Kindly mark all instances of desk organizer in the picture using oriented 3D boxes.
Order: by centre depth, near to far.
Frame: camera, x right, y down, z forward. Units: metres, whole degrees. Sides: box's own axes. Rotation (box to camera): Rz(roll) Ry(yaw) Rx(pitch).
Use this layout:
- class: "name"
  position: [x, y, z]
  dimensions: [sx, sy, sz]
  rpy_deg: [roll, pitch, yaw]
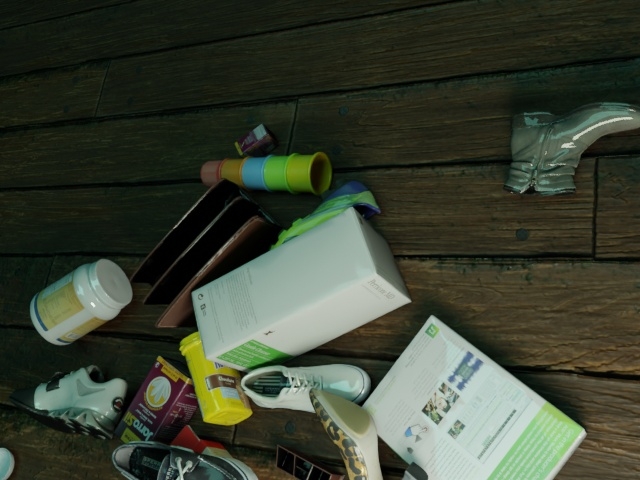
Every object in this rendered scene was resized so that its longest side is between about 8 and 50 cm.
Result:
- class: "desk organizer"
  position: [-0.027, 0.425, 1.258]
  dimensions: [0.130, 0.050, 0.047]
  rpy_deg: [18, 79, 32]

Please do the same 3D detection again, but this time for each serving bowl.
- class: "serving bowl"
  position: [-0.755, 0.535, 1.611]
  dimensions: [0.083, 0.027, 0.083]
  rpy_deg: [-11, 60, 19]

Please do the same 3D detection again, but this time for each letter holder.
- class: "letter holder"
  position: [-0.254, 0.025, 1.420]
  dimensions: [0.152, 0.214, 0.302]
  rpy_deg: [44, 94, 11]

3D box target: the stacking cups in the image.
- class: "stacking cups"
  position: [-0.127, -0.152, 1.534]
  dimensions: [0.316, 0.096, 0.096]
  rpy_deg: [5, 72, 34]

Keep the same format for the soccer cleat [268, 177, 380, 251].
- class: "soccer cleat"
  position: [0.000, -0.001, 1.395]
  dimensions: [0.289, 0.093, 0.121]
  rpy_deg: [-45, 63, 5]

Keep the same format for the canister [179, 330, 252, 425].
- class: "canister"
  position: [-0.208, 0.278, 1.372]
  dimensions: [0.073, 0.126, 0.170]
  rpy_deg: [-31, 61, 14]

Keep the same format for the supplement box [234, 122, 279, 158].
- class: "supplement box"
  position: [-0.148, -0.224, 1.585]
  dimensions: [0.083, 0.055, 0.043]
  rpy_deg: [-34, 57, 11]

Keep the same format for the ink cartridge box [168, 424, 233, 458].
- class: "ink cartridge box"
  position: [-0.215, 0.484, 1.318]
  dimensions: [0.231, 0.078, 0.134]
  rpy_deg: [39, 90, 34]

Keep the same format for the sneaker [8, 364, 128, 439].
- class: "sneaker"
  position: [-0.562, 0.353, 1.548]
  dimensions: [0.330, 0.122, 0.146]
  rpy_deg: [1, 53, 29]

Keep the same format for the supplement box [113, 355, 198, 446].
- class: "supplement box"
  position: [-0.332, 0.353, 1.432]
  dimensions: [0.104, 0.081, 0.188]
  rpy_deg: [27, 84, 33]

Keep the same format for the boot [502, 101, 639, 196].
- class: "boot"
  position: [0.457, -0.154, 1.232]
  dimensions: [0.246, 0.083, 0.161]
  rpy_deg: [-3, 76, 33]

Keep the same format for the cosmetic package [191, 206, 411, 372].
- class: "cosmetic package"
  position: [-0.038, 0.106, 1.309]
  dimensions: [0.365, 0.197, 0.155]
  rpy_deg: [-28, 60, 17]

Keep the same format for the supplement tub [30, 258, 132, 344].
- class: "supplement tub"
  position: [-0.559, 0.143, 1.600]
  dimensions: [0.199, 0.144, 0.144]
  rpy_deg: [-30, 59, 14]

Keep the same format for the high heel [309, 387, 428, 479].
- class: "high heel"
  position: [0.045, 0.395, 1.185]
  dimensions: [0.261, 0.093, 0.186]
  rpy_deg: [38, 117, 27]

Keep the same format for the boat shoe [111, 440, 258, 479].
- class: "boat shoe"
  position: [-0.255, 0.429, 1.251]
  dimensions: [0.301, 0.102, 0.108]
  rpy_deg: [9, 74, 30]

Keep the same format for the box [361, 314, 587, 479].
- class: "box"
  position: [0.246, 0.311, 1.159]
  dimensions: [0.322, 0.058, 0.232]
  rpy_deg: [38, 90, 35]

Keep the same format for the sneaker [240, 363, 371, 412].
- class: "sneaker"
  position: [-0.034, 0.282, 1.296]
  dimensions: [0.258, 0.091, 0.094]
  rpy_deg: [-12, 65, 24]
